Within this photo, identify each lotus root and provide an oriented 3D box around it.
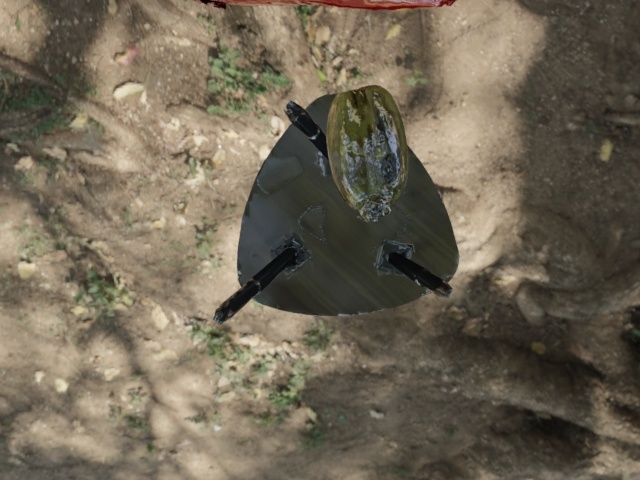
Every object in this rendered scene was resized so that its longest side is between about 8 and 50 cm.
[{"bbox_3d":[0.032,-0.057,0.444,0.054,0.099,0.049,-8,164,9],"label":"lotus root"}]

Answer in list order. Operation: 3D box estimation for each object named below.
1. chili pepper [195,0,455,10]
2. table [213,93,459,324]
[{"bbox_3d":[0.019,-0.166,0.316,0.388,0.110,0.110,10,143,27],"label":"chili pepper"},{"bbox_3d":[0.000,0.000,0.816,0.318,0.249,0.317,1,97,7],"label":"table"}]
